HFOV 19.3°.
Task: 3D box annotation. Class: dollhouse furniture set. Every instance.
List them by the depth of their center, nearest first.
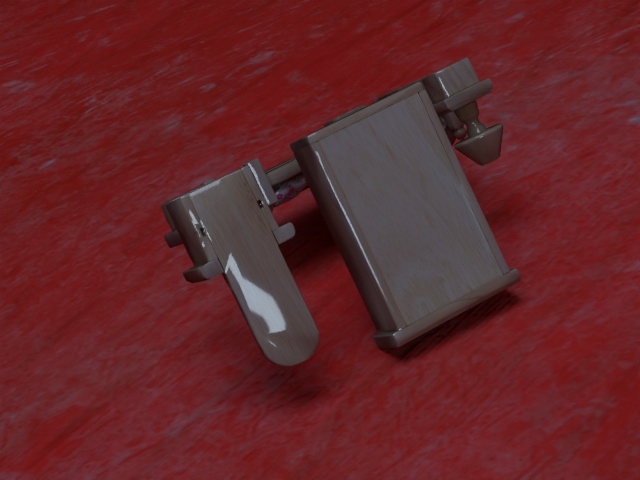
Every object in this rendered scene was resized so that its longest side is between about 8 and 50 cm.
[{"bbox_3d":[0.000,0.000,1.565,0.303,0.174,0.355,-26,3,-19],"label":"dollhouse furniture set"}]
